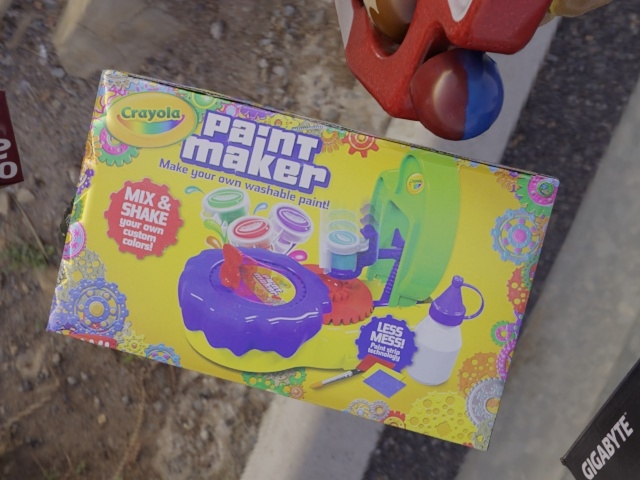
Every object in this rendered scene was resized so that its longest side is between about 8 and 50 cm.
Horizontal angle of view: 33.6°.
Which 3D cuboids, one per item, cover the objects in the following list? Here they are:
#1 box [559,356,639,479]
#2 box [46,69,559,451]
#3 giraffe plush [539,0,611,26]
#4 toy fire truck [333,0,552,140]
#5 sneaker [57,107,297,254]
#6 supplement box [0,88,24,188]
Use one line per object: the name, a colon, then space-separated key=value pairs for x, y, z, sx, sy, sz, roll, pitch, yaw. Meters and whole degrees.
box: x=0.295 y=0.191 z=0.656 sx=0.073 sy=0.293 sz=0.295 roll=-19 pitch=151 yaw=-22
box: x=0.000 y=0.000 z=0.779 sx=0.290 sy=0.279 sz=0.177 roll=15 pitch=95 yaw=6
giraffe plush: x=0.199 y=-0.288 z=0.871 sx=0.181 sy=0.210 sz=0.170 roll=-21 pitch=107 yaw=17
toy fire truck: x=0.070 y=-0.196 z=0.583 sx=0.169 sy=0.254 sz=0.302 roll=6 pitch=141 yaw=-16
sneaker: x=-0.130 y=-0.030 z=1.113 sx=0.286 sy=0.109 sz=0.130 roll=-20 pitch=153 yaw=-7
supplement box: x=-0.340 y=-0.043 z=0.761 sx=0.130 sy=0.239 sz=0.073 roll=-13 pitch=89 yaw=-51
